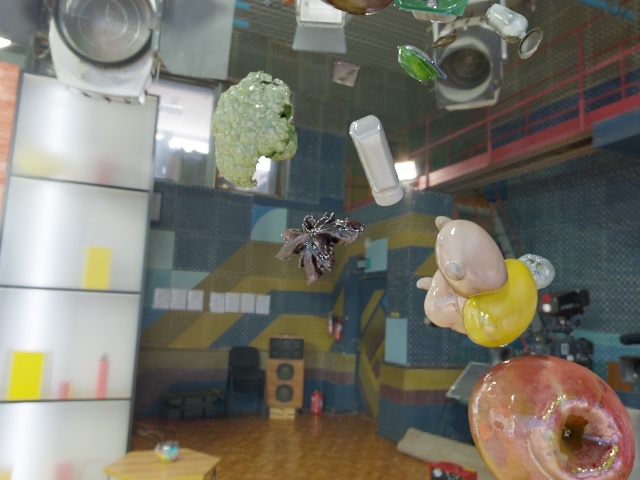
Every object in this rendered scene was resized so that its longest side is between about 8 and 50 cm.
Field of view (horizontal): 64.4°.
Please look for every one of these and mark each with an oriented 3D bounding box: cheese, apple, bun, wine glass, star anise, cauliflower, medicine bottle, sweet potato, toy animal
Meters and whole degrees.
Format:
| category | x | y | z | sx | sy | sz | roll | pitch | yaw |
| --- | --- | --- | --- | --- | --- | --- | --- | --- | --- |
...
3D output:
| category | x | y | z | sx | sy | sz | roll | pitch | yaw |
| --- | --- | --- | --- | --- | --- | --- | --- | --- | --- |
| cheese | 0.403 | -0.698 | 2.019 | 0.204 | 0.083 | 0.320 | 36 | 9 | -30 |
| apple | 0.552 | 0.463 | 1.265 | 0.365 | 0.363 | 0.364 | 2 | -8 | 0 |
| bun | 0.700 | 0.096 | 1.682 | 0.141 | 0.083 | 0.140 | -11 | 34 | 7 |
| wine glass | 0.251 | -0.277 | 0.668 | 0.039 | 0.083 | 0.042 | -30 | -35 | -2 |
| star anise | -0.004 | 0.003 | 1.371 | 0.283 | 0.212 | 0.129 | 2 | -43 | 36 |
| cauliflower | -0.162 | -0.295 | 1.374 | 0.275 | 0.272 | 0.250 | -28 | -22 | 31 |
| medicine bottle | 0.193 | -0.261 | 1.715 | 0.111 | 0.161 | 0.296 | -21 | -52 | 9 |
| sweet potato | 0.460 | -0.730 | 1.848 | 0.153 | 0.041 | 0.038 | -38 | 11 | -29 |
| toy animal | 0.351 | 0.136 | 1.257 | 0.345 | 0.277 | 0.247 | 37 | -37 | -21 |

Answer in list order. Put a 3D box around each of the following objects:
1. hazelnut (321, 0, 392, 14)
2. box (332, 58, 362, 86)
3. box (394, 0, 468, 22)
| category | x | y | z | sx | sy | sz | roll | pitch | yaw |
| --- | --- | --- | --- | --- | --- | --- | --- | --- | --- |
| hazelnut | 0.064 | -0.568 | 1.076 | 0.212 | 0.180 | 0.181 | -2 | 13 | -22 |
| box | 0.083 | -0.525 | 1.595 | 0.085 | 0.063 | 0.060 | 15 | 30 | 6 |
| box | 0.453 | -0.924 | 1.855 | 0.264 | 0.336 | 0.106 | 21 | -15 | 26 |
